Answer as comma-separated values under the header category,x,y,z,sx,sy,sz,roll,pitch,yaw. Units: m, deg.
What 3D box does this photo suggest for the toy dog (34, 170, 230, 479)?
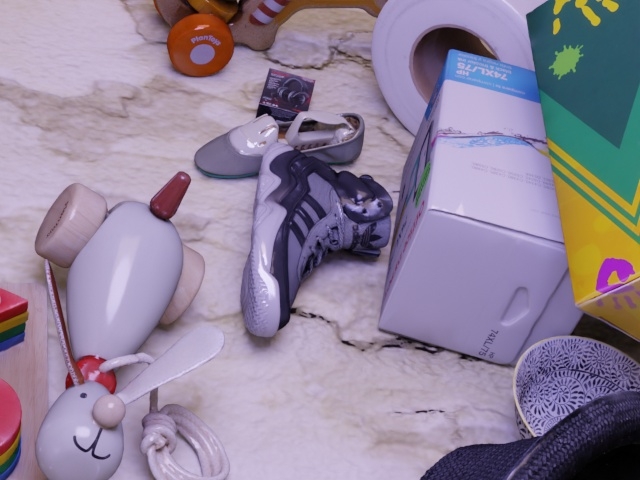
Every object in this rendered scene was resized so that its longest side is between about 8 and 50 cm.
category,x,y,z,sx,sy,sz,roll,pitch,yaw
toy dog,-0.168,0.056,1.043,0.220,0.161,0.334,15,39,-39

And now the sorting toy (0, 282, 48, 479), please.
category,x,y,z,sx,sy,sz,roll,pitch,yaw
sorting toy,-0.370,0.120,1.015,0.255,0.089,0.257,2,47,-16

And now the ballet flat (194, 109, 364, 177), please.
category,x,y,z,sx,sy,sz,roll,pitch,yaw
ballet flat,-0.046,-0.123,1.361,0.213,0.068,0.072,-7,47,-23

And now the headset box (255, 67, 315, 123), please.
category,x,y,z,sx,sy,sz,roll,pitch,yaw
headset box,-0.043,-0.178,1.440,0.062,0.032,0.083,15,47,-3

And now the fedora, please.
category,x,y,z,sx,sy,sz,roll,pitch,yaw
fedora,0.167,0.259,0.971,0.334,0.334,0.152,-28,30,-36

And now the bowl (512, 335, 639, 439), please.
category,x,y,z,sx,sy,sz,roll,pitch,yaw
bowl,0.261,0.186,1.154,0.170,0.080,0.170,8,45,-9

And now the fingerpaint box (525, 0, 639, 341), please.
category,x,y,z,sx,sy,sz,roll,pitch,yaw
fingerpaint box,0.429,-0.037,1.173,0.444,0.163,0.371,29,45,-34

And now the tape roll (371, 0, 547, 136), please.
category,x,y,z,sx,sy,sz,roll,pitch,yaw
tape roll,0.208,-0.242,1.430,0.246,0.246,0.169,34,48,15

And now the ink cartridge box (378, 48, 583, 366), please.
category,x,y,z,sx,sy,sz,roll,pitch,yaw
ink cartridge box,0.194,-0.033,1.259,0.197,0.198,0.270,16,45,-3

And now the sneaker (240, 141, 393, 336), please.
category,x,y,z,sx,sy,sz,roll,pitch,yaw
sneaker,0.000,0.000,1.233,0.153,0.101,0.269,10,43,-5

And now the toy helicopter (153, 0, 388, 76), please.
category,x,y,z,sx,sy,sz,roll,pitch,yaw
toy helicopter,-0.036,-0.340,1.452,0.355,0.235,0.140,-3,48,-20
